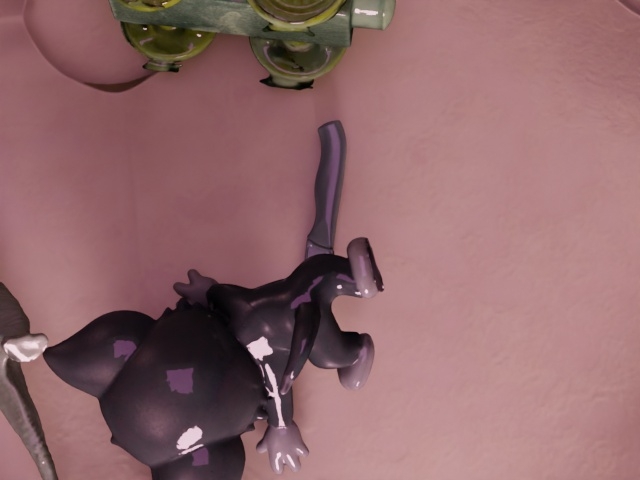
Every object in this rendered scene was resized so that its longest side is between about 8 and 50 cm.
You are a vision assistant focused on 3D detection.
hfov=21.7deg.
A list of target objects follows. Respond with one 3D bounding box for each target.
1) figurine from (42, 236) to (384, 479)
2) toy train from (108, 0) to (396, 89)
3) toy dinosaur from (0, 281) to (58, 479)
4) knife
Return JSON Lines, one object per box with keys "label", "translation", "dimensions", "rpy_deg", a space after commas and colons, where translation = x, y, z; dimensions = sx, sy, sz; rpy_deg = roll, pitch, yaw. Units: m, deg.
{"label": "figurine", "translation": [-0.057, 0.106, 1.336], "dimensions": [0.265, 0.140, 0.193], "rpy_deg": [-26, 95, 22]}
{"label": "toy train", "translation": [-0.067, -0.244, 1.395], "dimensions": [0.271, 0.159, 0.188], "rpy_deg": [8, 73, 4]}
{"label": "toy dinosaur", "translation": [-0.274, 0.081, 1.339], "dimensions": [0.092, 0.205, 0.393], "rpy_deg": [-36, 106, -13]}
{"label": "knife", "translation": [0.000, 0.000, 1.416], "dimensions": [0.028, 0.015, 0.210], "rpy_deg": [7, 81, -2]}
